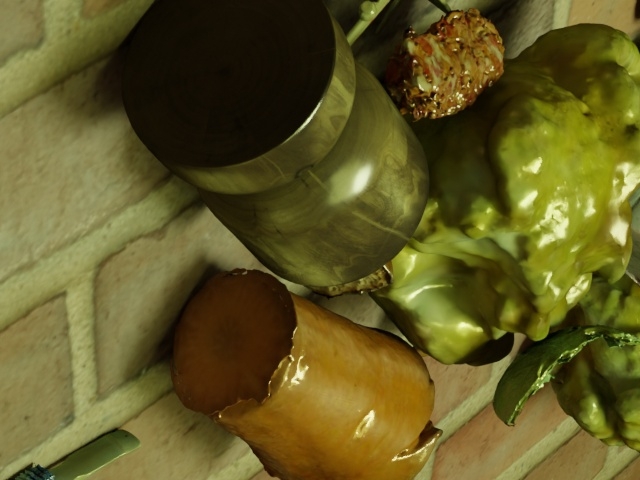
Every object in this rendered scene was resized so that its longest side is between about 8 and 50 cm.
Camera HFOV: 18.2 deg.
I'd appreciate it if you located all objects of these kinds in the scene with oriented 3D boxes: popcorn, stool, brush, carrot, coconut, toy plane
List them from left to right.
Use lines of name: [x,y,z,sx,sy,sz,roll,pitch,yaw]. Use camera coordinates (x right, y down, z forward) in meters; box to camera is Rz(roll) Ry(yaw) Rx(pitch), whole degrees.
brush: [-0.234,0.207,1.787,0.178,0.033,0.030,-30,128,-39]
stool: [-0.030,-0.088,1.633,0.179,0.179,0.264,-52,152,-6]
carrot: [-0.024,0.144,1.883,0.196,0.196,0.254,-57,147,3]
toy plane: [0.080,-0.247,1.706,0.229,0.092,0.244,-50,169,-5]
popcorn: [0.168,-0.046,1.941,0.334,0.293,0.292,-44,-154,44]
coconut: [0.228,0.121,1.950,0.158,0.055,0.133,-30,-176,-19]
popcorn: [0.432,0.107,2.448,0.335,0.279,0.274,-42,132,2]

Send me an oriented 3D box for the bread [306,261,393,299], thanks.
bread: [0.000,0.000,1.823,0.129,0.126,0.044,39,57,-29]

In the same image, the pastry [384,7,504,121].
pastry: [0.105,-0.152,1.774,0.063,0.087,0.169,-21,-177,37]

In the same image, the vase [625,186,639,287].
vase: [0.474,-0.159,2.276,0.445,0.250,0.250,-55,152,-9]

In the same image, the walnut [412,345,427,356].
walnut: [0.167,0.051,2.147,0.207,0.116,0.116,-44,150,-14]
